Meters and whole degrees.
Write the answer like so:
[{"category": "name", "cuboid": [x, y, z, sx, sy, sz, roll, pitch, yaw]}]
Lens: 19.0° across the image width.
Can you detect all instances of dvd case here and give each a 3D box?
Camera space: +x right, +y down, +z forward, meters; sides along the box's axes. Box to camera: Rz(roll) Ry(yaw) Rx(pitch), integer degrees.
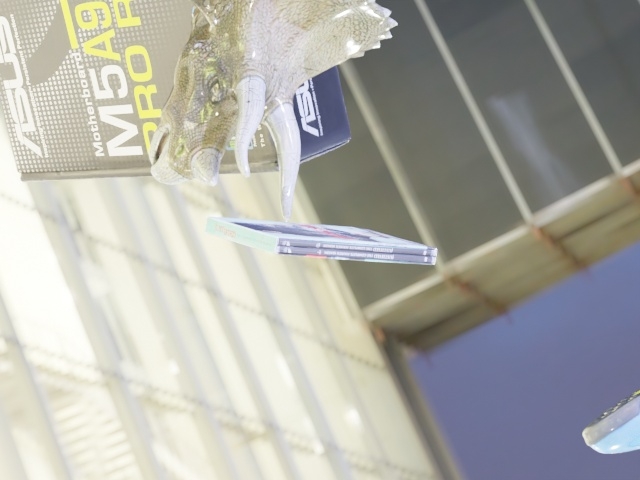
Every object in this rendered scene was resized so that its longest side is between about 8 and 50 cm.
[{"category": "dvd case", "cuboid": [0.000, 0.000, 1.196, 0.119, 0.013, 0.087, 5, 6, -33]}]

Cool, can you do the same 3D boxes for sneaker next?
[{"category": "sneaker", "cuboid": [0.297, 0.126, 1.425, 0.209, 0.082, 0.069, -21, -5, -19]}]

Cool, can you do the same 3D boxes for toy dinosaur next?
[{"category": "toy dinosaur", "cuboid": [-0.026, -0.182, 0.784, 0.121, 0.160, 0.313, -11, -65, -44]}]

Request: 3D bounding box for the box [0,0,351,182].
[{"category": "box", "cuboid": [-0.106, -0.169, 1.027, 0.216, 0.270, 0.060, 0, 18, 42]}]
